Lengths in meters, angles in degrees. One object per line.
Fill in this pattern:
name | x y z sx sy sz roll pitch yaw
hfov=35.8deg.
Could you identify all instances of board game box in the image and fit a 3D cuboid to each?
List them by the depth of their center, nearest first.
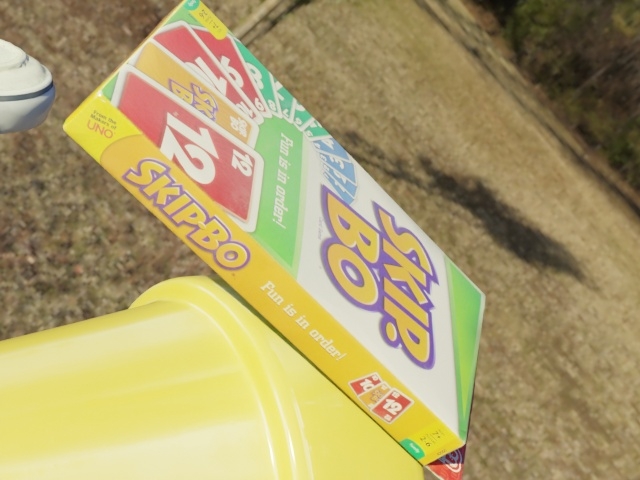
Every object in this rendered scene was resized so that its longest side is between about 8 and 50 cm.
board game box | 0.000 0.000 0.499 0.259 0.039 0.124 47 32 -17

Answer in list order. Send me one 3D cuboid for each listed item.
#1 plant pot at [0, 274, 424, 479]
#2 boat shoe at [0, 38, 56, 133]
plant pot | -0.113 0.143 0.535 0.239 0.254 0.254 2 43 -36
boat shoe | -0.373 -0.194 0.740 0.367 0.157 0.136 14 25 -16
